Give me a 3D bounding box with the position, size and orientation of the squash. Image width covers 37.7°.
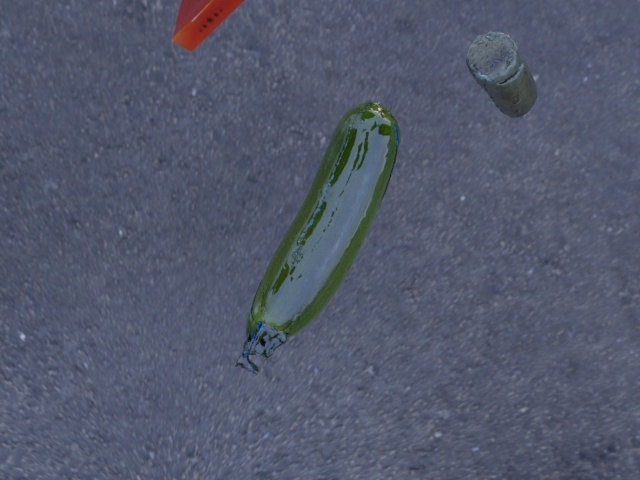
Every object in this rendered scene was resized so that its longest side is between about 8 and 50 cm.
[{"bbox_3d":[0.001,0.000,1.024,0.087,0.087,0.332,28,84,1],"label":"squash"}]

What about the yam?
[{"bbox_3d":[0.194,-0.172,0.982,0.054,0.132,0.054,-5,76,23],"label":"yam"}]

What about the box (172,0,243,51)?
[{"bbox_3d":[-0.115,-0.361,1.142,0.035,0.139,0.245,24,56,-29],"label":"box"}]
